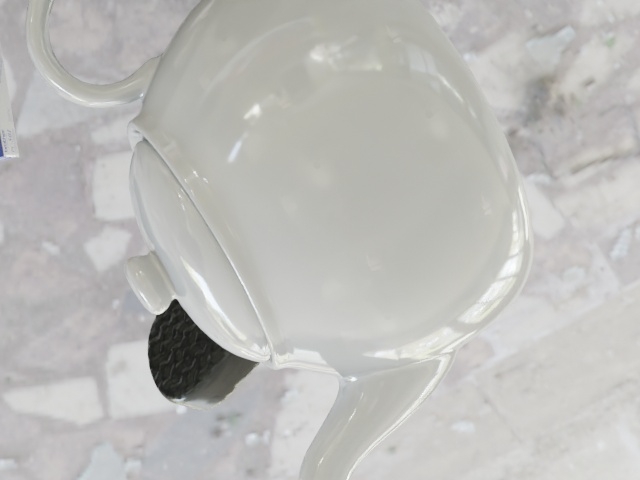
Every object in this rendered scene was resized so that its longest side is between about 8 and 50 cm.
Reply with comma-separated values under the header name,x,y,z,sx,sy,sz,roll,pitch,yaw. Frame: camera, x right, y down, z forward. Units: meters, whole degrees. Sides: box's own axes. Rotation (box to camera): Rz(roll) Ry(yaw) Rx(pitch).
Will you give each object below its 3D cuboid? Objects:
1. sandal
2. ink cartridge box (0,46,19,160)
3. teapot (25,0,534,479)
name,x,y,z,sx,sy,sz,roll,pitch,yaw
sandal,-0.002,-0.001,1.254,0.107,0.168,0.446,21,126,-40
ink cartridge box,-0.525,-0.218,1.965,0.097,0.207,0.046,-11,178,21
teapot,-0.023,-0.027,0.697,0.187,0.256,0.253,-30,136,-11
